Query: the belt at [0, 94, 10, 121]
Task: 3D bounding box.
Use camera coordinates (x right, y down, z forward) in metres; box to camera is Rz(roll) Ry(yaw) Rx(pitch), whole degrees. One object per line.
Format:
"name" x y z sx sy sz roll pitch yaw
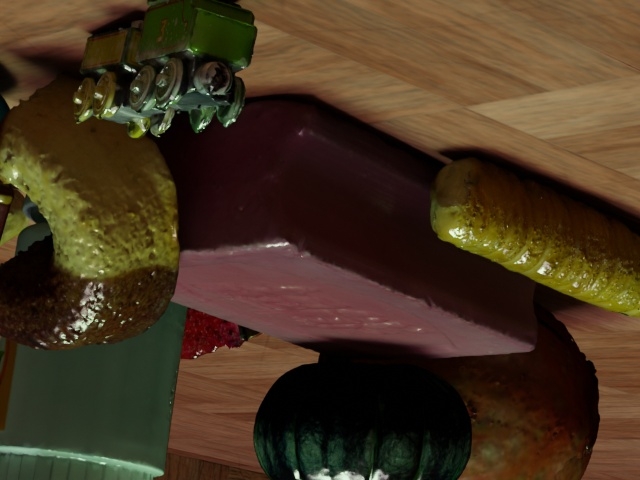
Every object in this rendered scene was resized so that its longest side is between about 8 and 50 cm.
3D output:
"belt" -0.450 -0.065 1.454 0.436 0.173 0.300 0 157 20

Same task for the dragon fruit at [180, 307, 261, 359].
"dragon fruit" -0.146 0.029 1.836 0.274 0.161 0.126 -11 -173 34

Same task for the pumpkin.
"pumpkin" 0.038 0.178 1.719 0.202 0.140 0.202 4 174 0

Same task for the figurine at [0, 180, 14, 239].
"figurine" -0.328 -0.024 1.654 0.098 0.154 0.082 6 -154 -26

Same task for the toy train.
"toy train" -0.104 -0.113 1.244 0.060 0.081 0.202 15 172 -27

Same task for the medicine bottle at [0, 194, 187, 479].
"medicine bottle" -0.198 0.092 1.652 0.158 0.318 0.158 7 166 2

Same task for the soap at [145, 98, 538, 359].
"soap" 0.000 0.000 1.566 0.233 0.128 0.359 -4 162 38

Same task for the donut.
"donut" -0.181 -0.003 1.405 0.141 0.217 0.085 20 -151 31

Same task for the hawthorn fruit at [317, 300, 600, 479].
"hawthorn fruit" 0.127 0.191 1.940 0.316 0.316 0.316 8 167 2

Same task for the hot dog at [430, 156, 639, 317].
"hot dog" 0.195 -0.002 1.557 0.068 0.083 0.289 -26 149 34

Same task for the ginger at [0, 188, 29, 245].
"ginger" -0.508 0.008 1.789 0.363 0.122 0.348 6 -166 44
